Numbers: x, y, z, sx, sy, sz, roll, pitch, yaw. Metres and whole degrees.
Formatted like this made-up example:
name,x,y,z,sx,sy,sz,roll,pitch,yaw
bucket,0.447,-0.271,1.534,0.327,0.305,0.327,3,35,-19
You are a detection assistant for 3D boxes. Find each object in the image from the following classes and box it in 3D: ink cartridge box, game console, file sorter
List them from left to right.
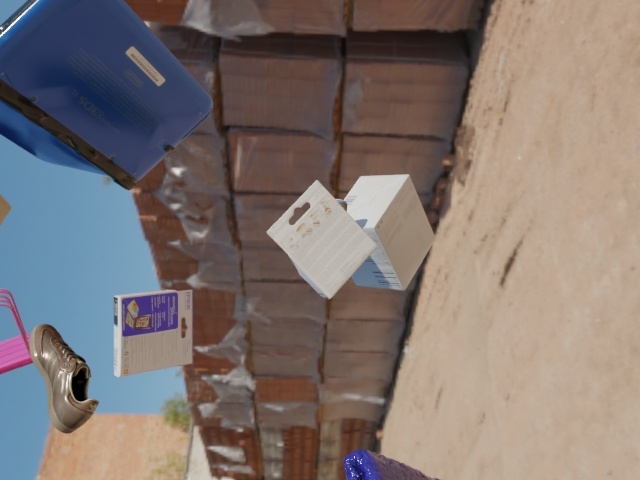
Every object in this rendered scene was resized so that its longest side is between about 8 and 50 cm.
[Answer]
name,x,y,z,sx,sy,sz,roll,pitch,yaw
file sorter,-0.923,0.255,1.873,0.290,0.202,0.182,12,119,63
game console,-0.323,-0.200,0.847,0.173,0.250,0.293,48,-179,28
ink cartridge box,-0.427,0.232,1.746,0.045,0.208,0.206,7,98,50
ink cartridge box,0.000,0.000,1.288,0.145,0.179,0.045,-47,13,-14

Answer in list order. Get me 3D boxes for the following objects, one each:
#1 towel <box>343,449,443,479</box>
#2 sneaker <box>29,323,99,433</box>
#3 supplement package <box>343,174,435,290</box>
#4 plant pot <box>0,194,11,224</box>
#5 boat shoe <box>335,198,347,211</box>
name,x,y,z,sx,sy,sz,roll,pitch,yaw
towel,0.163,0.436,0.974,0.076,0.308,0.228,-44,39,15
sneaker,-0.379,0.194,1.024,0.188,0.071,0.066,59,-170,30
supplement package,0.149,-0.021,1.652,0.194,0.149,0.203,-54,-50,-34
plant pot,-0.685,-0.066,1.347,0.109,0.109,0.096,-60,-35,-10
boat shoe,0.009,-0.016,1.530,0.183,0.066,0.066,-53,38,37
